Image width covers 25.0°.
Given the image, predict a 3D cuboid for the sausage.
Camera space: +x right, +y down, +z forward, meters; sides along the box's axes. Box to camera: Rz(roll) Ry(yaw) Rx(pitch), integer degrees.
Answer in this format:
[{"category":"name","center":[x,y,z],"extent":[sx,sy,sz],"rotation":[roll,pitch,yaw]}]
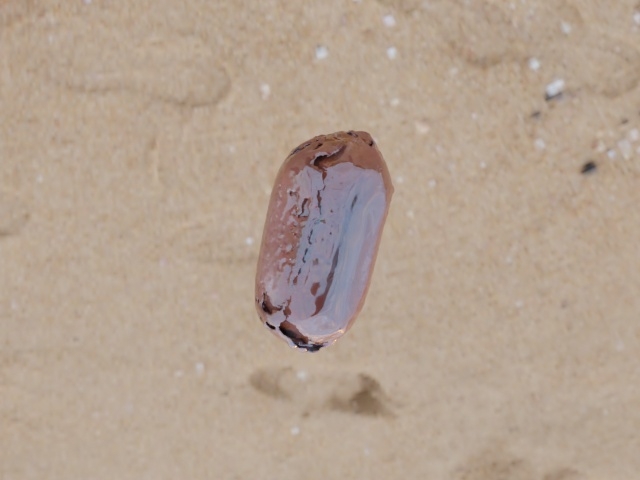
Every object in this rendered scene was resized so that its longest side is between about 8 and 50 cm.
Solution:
[{"category":"sausage","center":[0.000,0.000,0.888],"extent":[0.076,0.076,0.141],"rotation":[6,104,-18]}]
